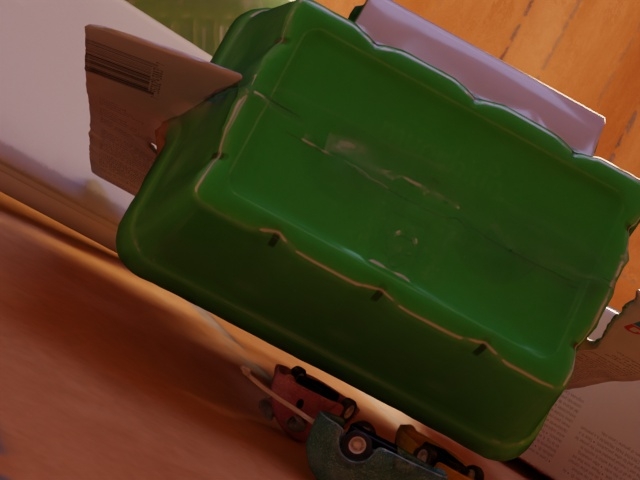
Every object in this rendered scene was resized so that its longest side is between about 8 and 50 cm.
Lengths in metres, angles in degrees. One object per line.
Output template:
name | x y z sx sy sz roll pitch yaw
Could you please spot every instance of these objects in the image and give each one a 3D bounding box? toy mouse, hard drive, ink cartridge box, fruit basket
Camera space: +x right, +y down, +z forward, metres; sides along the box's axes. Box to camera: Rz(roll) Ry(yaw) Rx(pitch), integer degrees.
toy mouse | 0.010 0.092 0.641 0.143 0.031 0.161 26 3 -39
hard drive | -0.208 -0.123 0.953 0.308 0.040 0.203 30 44 -31
ink cartridge box | 0.281 0.161 1.028 0.309 0.130 0.272 30 2 34
fruit basket | 0.023 -0.006 0.769 0.327 0.165 0.353 28 -7 -3

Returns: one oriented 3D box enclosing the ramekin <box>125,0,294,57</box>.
ramekin | -0.147 -0.158 1.412 0.304 0.148 0.303 -1 -1 0
